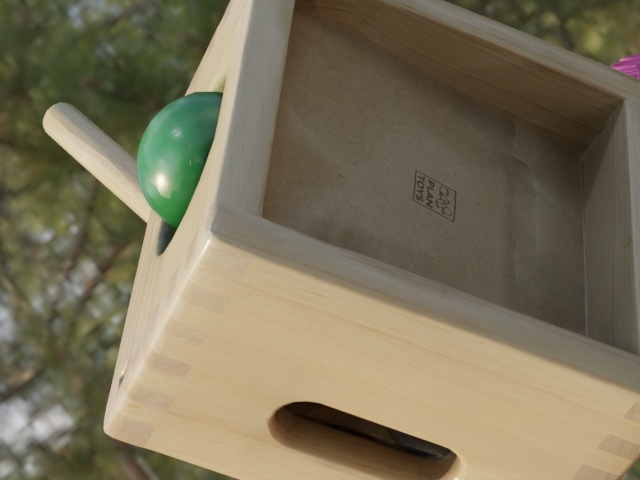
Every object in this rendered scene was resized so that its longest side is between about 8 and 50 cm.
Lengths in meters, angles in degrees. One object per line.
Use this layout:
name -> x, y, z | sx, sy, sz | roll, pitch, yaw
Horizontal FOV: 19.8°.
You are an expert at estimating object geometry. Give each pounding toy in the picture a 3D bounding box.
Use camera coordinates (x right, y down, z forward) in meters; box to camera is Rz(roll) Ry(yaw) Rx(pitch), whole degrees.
pounding toy -> 0.000, 0.000, 0.453 | 0.130, 0.141, 0.100 | -83, 17, -47

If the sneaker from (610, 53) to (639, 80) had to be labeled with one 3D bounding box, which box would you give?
sneaker -> 0.281, -0.081, 1.286 | 0.103, 0.111, 0.252 | -2, 7, 37
